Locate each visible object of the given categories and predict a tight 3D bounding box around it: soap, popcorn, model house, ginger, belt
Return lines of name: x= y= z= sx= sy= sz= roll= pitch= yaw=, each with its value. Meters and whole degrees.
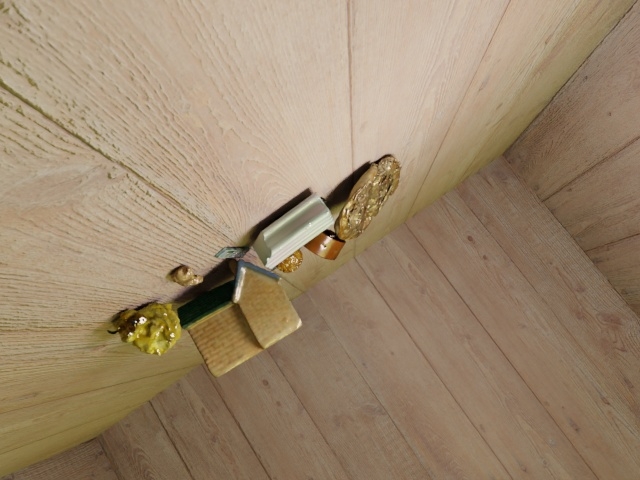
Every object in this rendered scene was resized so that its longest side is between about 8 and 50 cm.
soap: x=-0.096 y=-0.030 z=1.531 sx=0.289 sy=0.095 sz=0.173 roll=-36 pitch=167 yaw=0
popcorn: x=-0.566 y=0.295 z=1.471 sx=0.173 sy=0.168 sz=0.195 roll=5 pitch=-171 yaw=43
model house: x=-0.308 y=0.266 z=1.693 sx=0.382 sy=0.343 sz=0.334 roll=-31 pitch=176 yaw=-11
ginger: x=-0.429 y=0.118 z=1.436 sx=0.069 sy=0.051 sz=0.173 roll=-28 pitch=173 yaw=-7
belt: x=0.000 y=0.000 z=1.819 sx=0.105 sy=0.184 sz=0.261 roll=-60 pitch=174 yaw=9

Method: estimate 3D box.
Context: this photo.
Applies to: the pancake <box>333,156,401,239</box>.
pancake: x=0.192 y=-0.170 z=1.761 sx=0.382 sy=0.071 sz=0.382 roll=-45 pitch=159 yaw=-22

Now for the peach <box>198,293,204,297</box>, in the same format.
peach: x=-0.459 y=0.253 z=1.806 sx=0.083 sy=0.083 sz=0.083 roll=-34 pitch=169 yaw=-8

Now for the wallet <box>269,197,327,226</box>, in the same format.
wallet: x=-0.091 y=-0.082 z=1.630 sx=0.244 sy=0.025 sz=0.124 roll=-27 pitch=164 yaw=-36

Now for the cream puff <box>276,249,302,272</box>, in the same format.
cream puff: x=-0.137 y=0.088 z=1.999 sx=0.126 sy=0.103 sz=0.144 roll=-40 pitch=173 yaw=18

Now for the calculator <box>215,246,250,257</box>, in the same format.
calculator: x=-0.304 y=0.043 z=1.561 sx=0.057 sy=0.018 sz=0.172 roll=-39 pitch=167 yaw=13

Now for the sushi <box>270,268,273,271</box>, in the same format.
sushi: x=-0.156 y=0.099 z=2.171 sx=0.139 sy=0.031 sz=0.201 roll=-28 pitch=167 yaw=-33
